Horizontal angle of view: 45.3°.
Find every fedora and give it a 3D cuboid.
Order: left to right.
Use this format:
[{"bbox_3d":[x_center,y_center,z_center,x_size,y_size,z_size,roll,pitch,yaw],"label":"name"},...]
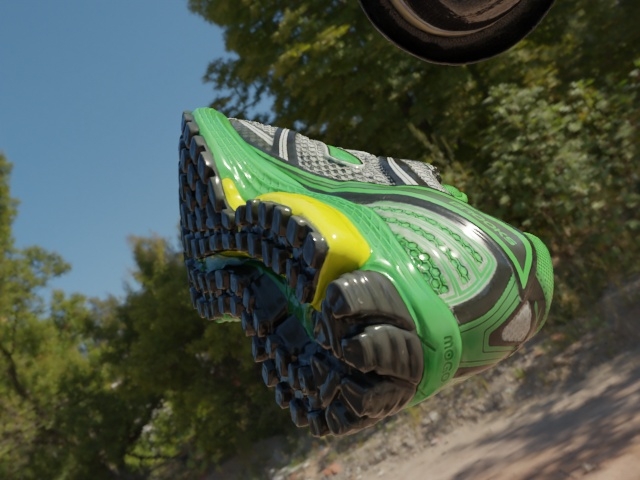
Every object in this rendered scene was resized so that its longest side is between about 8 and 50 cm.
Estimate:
[{"bbox_3d":[0.192,-0.376,0.909,0.334,0.334,0.152,-30,15,-1],"label":"fedora"}]

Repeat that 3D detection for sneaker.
[{"bbox_3d":[0.000,0.000,0.483,0.146,0.134,0.343,-8,25,-25],"label":"sneaker"}]
